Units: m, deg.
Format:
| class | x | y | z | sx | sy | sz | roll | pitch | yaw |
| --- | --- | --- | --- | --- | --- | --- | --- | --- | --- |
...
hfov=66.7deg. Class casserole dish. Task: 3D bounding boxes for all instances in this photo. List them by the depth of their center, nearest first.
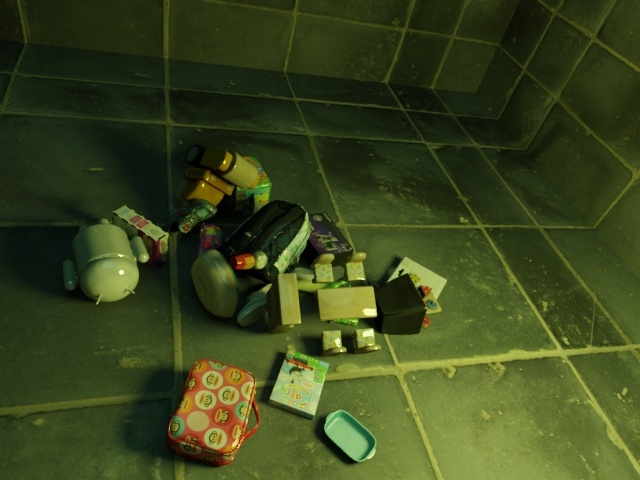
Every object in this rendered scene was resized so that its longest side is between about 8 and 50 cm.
| class | x | y | z | sx | sy | sz | roll | pitch | yaw |
| --- | --- | --- | --- | --- | --- | --- | --- | --- | --- |
| casserole dish | 0.093 | 0.643 | 1.591 | 0.188 | 0.037 | 0.114 | 36 | 45 | 20 |

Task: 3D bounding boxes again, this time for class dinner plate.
| class | x | y | z | sx | sy | sz | roll | pitch | yaw |
| --- | --- | --- | --- | --- | --- | --- | --- | --- | --- |
| dinner plate | -0.066 | 0.136 | 2.040 | 0.141 | 0.017 | 0.141 | 9 | 13 | -2 |

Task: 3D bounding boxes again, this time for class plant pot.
| class | x | y | z | sx | sy | sz | roll | pitch | yaw |
| --- | --- | --- | --- | --- | --- | --- | --- | --- | --- |
| plant pot | 0.300 | 0.271 | 1.958 | 0.167 | 0.188 | 0.187 | -12 | 49 | -14 |

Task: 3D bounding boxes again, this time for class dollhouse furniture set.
| class | x | y | z | sx | sy | sz | roll | pitch | yaw |
| --- | --- | --- | --- | --- | --- | --- | --- | --- | --- |
| dollhouse furniture set | 0.022 | 0.225 | 1.753 | 0.394 | 0.256 | 0.362 | -2 | 71 | -15 |

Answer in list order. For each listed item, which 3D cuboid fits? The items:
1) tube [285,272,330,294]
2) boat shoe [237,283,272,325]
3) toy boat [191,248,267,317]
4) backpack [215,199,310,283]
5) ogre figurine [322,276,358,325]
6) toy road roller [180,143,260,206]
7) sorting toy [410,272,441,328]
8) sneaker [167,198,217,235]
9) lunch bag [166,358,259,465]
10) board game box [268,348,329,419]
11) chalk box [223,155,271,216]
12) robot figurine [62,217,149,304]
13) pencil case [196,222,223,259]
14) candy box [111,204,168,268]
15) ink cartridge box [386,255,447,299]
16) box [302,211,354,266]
| class | x | y | z | sx | sy | sz | roll | pitch | yaw |
| --- | --- | --- | --- | --- | --- | --- | --- | --- | --- |
| tube | -0.082 | 0.177 | 2.011 | 0.240 | 0.070 | 0.062 | 13 | 82 | 1 |
| boat shoe | -0.242 | 0.241 | 1.875 | 0.084 | 0.095 | 0.258 | 32 | 33 | 21 |
| toy boat | -0.334 | 0.134 | 1.793 | 0.148 | 0.318 | 0.267 | -6 | 67 | -51 |
| backpack | -0.195 | -0.007 | 1.999 | 0.290 | 0.273 | 0.355 | 21 | 71 | 26 |
| ogre figurine | 0.075 | 0.254 | 1.954 | 0.118 | 0.197 | 0.097 | -12 | 4 | -17 |
| toy road roller | -0.444 | -0.249 | 2.057 | 0.329 | 0.240 | 0.202 | 13 | -12 | 40 |
| sorting toy | 0.429 | 0.238 | 2.060 | 0.132 | 0.046 | 0.274 | -5 | 49 | -21 |
| sneaker | -0.540 | -0.082 | 2.038 | 0.104 | 0.262 | 0.125 | 44 | 42 | -38 |
| lunch bag | -0.313 | 0.529 | 1.512 | 0.258 | 0.120 | 0.293 | 17 | 41 | -2 |
| board game box | -0.072 | 0.495 | 1.690 | 0.160 | 0.039 | 0.211 | 20 | 43 | 1 |
| chalk box | -0.344 | -0.235 | 2.268 | 0.179 | 0.180 | 0.289 | -11 | 50 | -28 |
| robot figurine | -0.782 | 0.080 | 1.769 | 0.300 | 0.200 | 0.353 | -25 | 54 | -13 |
| pencil case | -0.461 | 0.036 | 2.001 | 0.104 | 0.104 | 0.236 | 6 | 43 | -13 |
| candy box | -0.712 | -0.014 | 1.924 | 0.233 | 0.159 | 0.071 | 31 | 42 | 13 |
| ink cartridge box | 0.424 | 0.196 | 2.167 | 0.224 | 0.045 | 0.223 | 32 | 45 | 14 |
| box | 0.000 | 0.000 | 2.188 | 0.184 | 0.103 | 0.261 | -9 | 48 | -34 |
